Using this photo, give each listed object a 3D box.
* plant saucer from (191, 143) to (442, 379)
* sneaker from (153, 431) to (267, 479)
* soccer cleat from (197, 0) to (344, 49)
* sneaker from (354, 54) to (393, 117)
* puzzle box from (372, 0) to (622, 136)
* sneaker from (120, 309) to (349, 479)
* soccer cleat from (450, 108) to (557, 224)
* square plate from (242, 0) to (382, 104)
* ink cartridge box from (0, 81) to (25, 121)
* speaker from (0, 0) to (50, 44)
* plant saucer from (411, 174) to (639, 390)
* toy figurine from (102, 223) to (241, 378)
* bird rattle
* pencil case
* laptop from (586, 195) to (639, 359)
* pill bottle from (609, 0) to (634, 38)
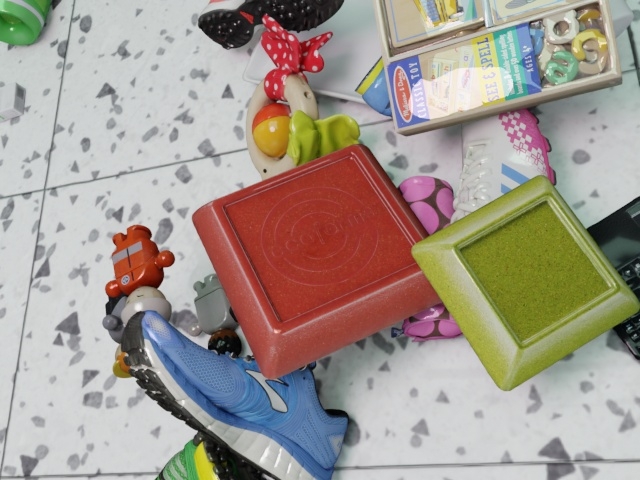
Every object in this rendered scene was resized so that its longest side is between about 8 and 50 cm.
[{"bbox_3d":[0.000,0.000,0.801,0.258,0.048,0.259,-23,57,-11],"label":"plant saucer"},{"bbox_3d":[-0.103,0.405,0.809,0.146,0.134,0.343,-43,52,10],"label":"sneaker"},{"bbox_3d":[-0.074,-0.384,1.025,0.318,0.108,0.116,4,64,50],"label":"soccer cleat"},{"bbox_3d":[0.136,-0.263,0.946,0.082,0.069,0.209,37,76,-5],"label":"sneaker"},{"bbox_3d":[0.189,-0.357,0.815,0.272,0.052,0.409,-11,87,25],"label":"puzzle box"},{"bbox_3d":[-0.093,0.176,0.806,0.130,0.330,0.147,-3,51,55],"label":"sneaker"},{"bbox_3d":[0.217,-0.054,0.825,0.143,0.116,0.331,-4,64,-20],"label":"soccer cleat"},{"bbox_3d":[0.087,-0.365,1.061,0.347,0.049,0.344,18,77,27],"label":"square plate"},{"bbox_3d":[-0.647,-0.269,1.331,0.115,0.029,0.063,-14,66,18],"label":"ink cartridge box"},{"bbox_3d":[-0.617,-0.559,1.374,0.131,0.131,0.296,-6,68,20],"label":"speaker"},{"bbox_3d":[0.226,0.035,0.720,0.188,0.045,0.188,-29,74,-8],"label":"plant saucer"},{"bbox_3d":[-0.182,0.087,0.894,0.209,0.213,0.148,-59,43,46],"label":"toy figurine"},{"bbox_3d":[-0.056,-0.187,0.985,0.207,0.143,0.253,-38,72,44],"label":"bird rattle"},{"bbox_3d":[0.137,0.025,0.867,0.095,0.098,0.209,3,66,-4],"label":"pencil case"},{"bbox_3d":[0.428,0.030,0.720,0.234,0.136,0.264,-33,62,7],"label":"laptop"},{"bbox_3d":[0.279,-0.370,0.893,0.161,0.161,0.283,-31,80,8],"label":"pill bottle"}]
